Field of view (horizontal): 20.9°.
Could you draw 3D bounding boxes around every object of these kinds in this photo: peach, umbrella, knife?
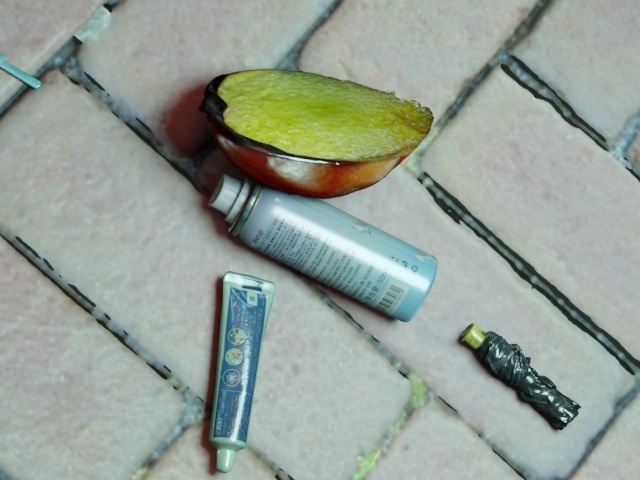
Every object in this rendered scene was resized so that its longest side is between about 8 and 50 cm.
[{"bbox_3d":[-0.005,-0.104,1.715,0.279,0.068,0.189,-2,38,-36],"label":"peach"},{"bbox_3d":[0.202,0.135,1.751,0.144,0.037,0.040,40,83,-7],"label":"umbrella"},{"bbox_3d":[-0.313,-0.176,1.698,0.091,0.005,0.014,31,72,-6],"label":"knife"}]

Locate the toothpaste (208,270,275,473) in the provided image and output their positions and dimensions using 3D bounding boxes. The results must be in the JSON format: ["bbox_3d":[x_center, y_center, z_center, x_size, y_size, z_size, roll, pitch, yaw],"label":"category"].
[{"bbox_3d":[-0.080,0.127,1.675,0.057,0.035,0.197,14,70,-21],"label":"toothpaste"}]

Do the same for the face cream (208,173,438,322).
[{"bbox_3d":[0.000,0.000,1.707,0.229,0.075,0.075,27,71,-9],"label":"face cream"}]
